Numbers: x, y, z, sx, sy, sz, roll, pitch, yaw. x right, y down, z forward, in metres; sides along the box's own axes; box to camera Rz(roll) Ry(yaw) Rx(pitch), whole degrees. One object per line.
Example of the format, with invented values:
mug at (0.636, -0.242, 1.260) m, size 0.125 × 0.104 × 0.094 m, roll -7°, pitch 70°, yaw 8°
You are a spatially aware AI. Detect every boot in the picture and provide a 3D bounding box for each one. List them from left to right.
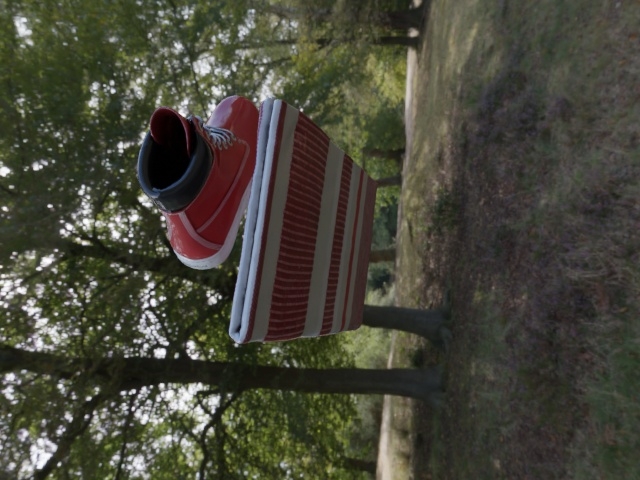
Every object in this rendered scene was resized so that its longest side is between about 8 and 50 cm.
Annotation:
boot at (-0.120, -0.113, 0.476) m, size 0.176 × 0.088 × 0.244 m, roll 89°, pitch -171°, yaw -59°

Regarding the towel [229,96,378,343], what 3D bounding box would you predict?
towel at (0.000, 0.000, 0.534) m, size 0.329 × 0.037 × 0.237 m, roll 20°, pitch -105°, yaw -65°
